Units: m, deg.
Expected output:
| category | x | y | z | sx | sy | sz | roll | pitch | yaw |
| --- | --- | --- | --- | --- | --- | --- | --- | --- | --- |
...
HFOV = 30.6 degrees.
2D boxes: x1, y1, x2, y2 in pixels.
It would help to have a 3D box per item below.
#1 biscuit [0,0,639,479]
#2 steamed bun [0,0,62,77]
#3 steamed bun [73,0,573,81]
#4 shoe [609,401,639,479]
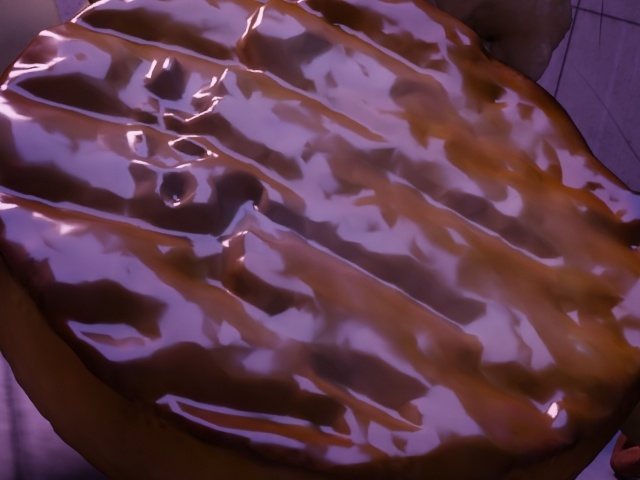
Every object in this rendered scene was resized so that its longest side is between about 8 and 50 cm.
| category | x | y | z | sx | sy | sz | roll | pitch | yaw |
| --- | --- | --- | --- | --- | --- | --- | --- | --- | --- |
| biscuit | 0.000 | 0.000 | 0.501 | 0.296 | 0.102 | 0.296 | 12 | 45 | -12 |
| steamed bun | -0.402 | -0.168 | 0.726 | 0.456 | 0.290 | 0.371 | 17 | 8 | 26 |
| steamed bun | -0.002 | -0.110 | 0.739 | 0.325 | 0.372 | 0.230 | -3 | -22 | 10 |
| shoe | 0.178 | 0.099 | 0.581 | 0.069 | 0.072 | 0.109 | 2 | -15 | 17 |
